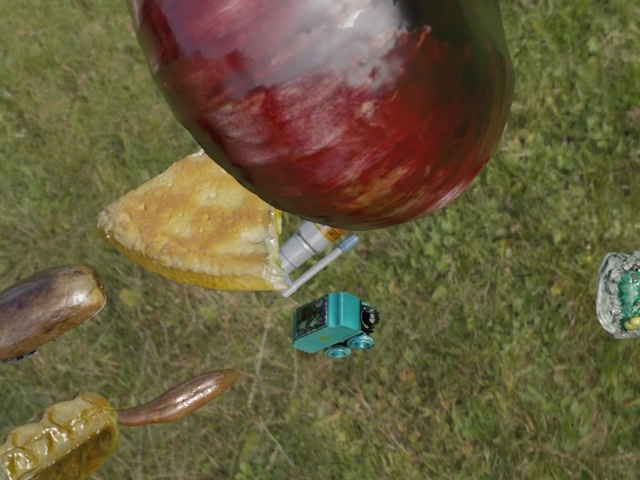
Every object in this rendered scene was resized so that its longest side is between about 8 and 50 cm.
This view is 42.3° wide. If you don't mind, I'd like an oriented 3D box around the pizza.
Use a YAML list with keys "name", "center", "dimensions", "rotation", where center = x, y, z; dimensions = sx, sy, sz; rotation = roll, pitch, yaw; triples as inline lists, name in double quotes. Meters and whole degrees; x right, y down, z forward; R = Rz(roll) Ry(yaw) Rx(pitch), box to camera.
- name: "pizza"
  center: [-0.113, -0.057, 1.090]
  dimensions: [0.280, 0.075, 0.288]
  rotation: [23, 61, 25]

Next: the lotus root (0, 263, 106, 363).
- name: "lotus root"
  center: [-0.165, 0.041, 0.472]
  dimensions: [0.083, 0.030, 0.037]
  rotation: [-29, 38, 3]

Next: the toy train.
- name: "toy train"
  center: [0.031, 0.187, 1.822]
  dimensions: [0.198, 0.154, 0.107]
  rotation: [-28, 50, 41]

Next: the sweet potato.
- name: "sweet potato"
  center: [-0.268, 0.296, 1.532]
  dimensions: [0.255, 0.058, 0.078]
  rotation: [-20, 31, -13]

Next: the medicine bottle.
- name: "medicine bottle"
  center: [0.000, 0.000, 1.414]
  dimensions: [0.220, 0.061, 0.092]
  rotation: [-41, 62, 9]

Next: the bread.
- name: "bread"
  center: [-0.208, 0.164, 0.654]
  dimensions: [0.060, 0.066, 0.110]
  rotation: [-25, 5, 45]

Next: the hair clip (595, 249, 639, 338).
- name: "hair clip"
  center: [0.543, 0.092, 1.272]
  dimensions: [0.091, 0.321, 0.138]
  rotation: [5, 88, 48]

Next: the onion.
- name: "onion"
  center: [0.030, -0.148, 0.443]
  dimensions: [0.285, 0.273, 0.273]
  rotation: [-19, 52, 25]
